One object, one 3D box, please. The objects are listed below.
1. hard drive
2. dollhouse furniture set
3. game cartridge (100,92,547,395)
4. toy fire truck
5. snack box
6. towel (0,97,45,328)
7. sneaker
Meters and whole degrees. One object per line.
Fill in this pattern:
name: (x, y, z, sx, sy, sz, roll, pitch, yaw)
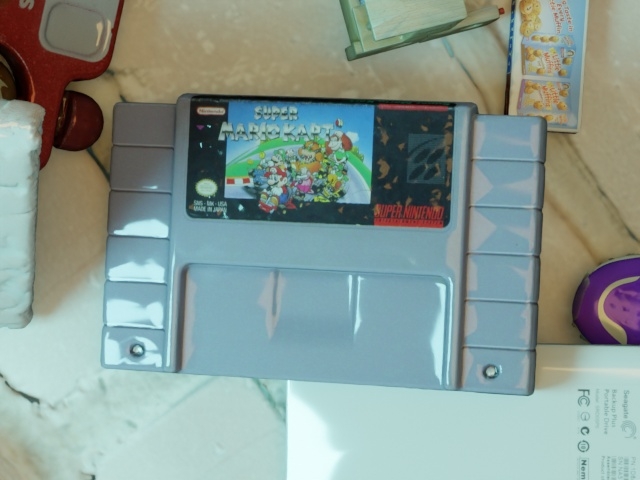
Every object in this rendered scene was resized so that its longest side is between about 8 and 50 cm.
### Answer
hard drive: (0.147, 0.199, 1.610, 0.353, 0.047, 0.233, 0, 90, 12)
dollhouse furniture set: (0.078, -0.228, 1.585, 0.129, 0.183, 0.129, -15, 92, -6)
game cartridge: (0.000, 0.000, 1.591, 0.355, 0.068, 0.230, 2, 94, 12)
toy fire truck: (-0.276, -0.175, 1.572, 0.253, 0.169, 0.302, 12, 87, -26)
snack box: (0.193, -0.181, 1.678, 0.064, 0.022, 0.178, 4, 90, -7)
towel: (-0.375, -0.031, 1.488, 0.331, 0.317, 0.053, 5, 62, -6)
sneaker: (0.358, 0.080, 1.633, 0.293, 0.146, 0.102, 16, 88, -6)
